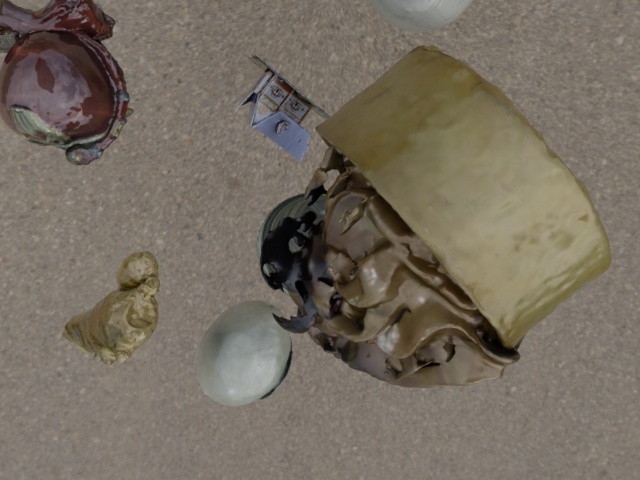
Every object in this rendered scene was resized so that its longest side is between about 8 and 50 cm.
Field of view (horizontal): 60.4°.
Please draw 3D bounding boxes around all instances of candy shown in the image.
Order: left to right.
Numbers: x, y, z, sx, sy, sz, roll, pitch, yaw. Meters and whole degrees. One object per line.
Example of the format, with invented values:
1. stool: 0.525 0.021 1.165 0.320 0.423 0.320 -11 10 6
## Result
1. candy: -0.204 0.276 1.394 0.296 0.295 0.185 -39 133 17

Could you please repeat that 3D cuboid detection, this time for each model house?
1. model house: -0.067 -0.202 0.861 0.167 0.117 0.088 35 97 -21

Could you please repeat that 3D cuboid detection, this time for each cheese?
1. cheese: 0.140 -0.384 0.743 0.198 0.154 0.188 2 119 -48

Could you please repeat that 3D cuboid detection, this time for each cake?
1. cake: 0.083 0.008 0.608 0.321 0.332 0.332 -41 108 6

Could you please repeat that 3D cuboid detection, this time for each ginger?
1. ginger: -0.261 0.109 0.712 0.205 0.081 0.115 -44 72 33

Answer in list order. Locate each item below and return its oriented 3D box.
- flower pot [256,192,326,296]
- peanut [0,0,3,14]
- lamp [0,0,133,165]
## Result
1. flower pot: 0.000 0.000 1.090 0.236 0.140 0.235 4 76 -17
2. peanut: -0.347 -0.292 0.454 0.110 0.197 0.232 -34 108 -12
3. lamp: -0.355 -0.211 0.724 0.215 0.151 0.223 -1 79 0
